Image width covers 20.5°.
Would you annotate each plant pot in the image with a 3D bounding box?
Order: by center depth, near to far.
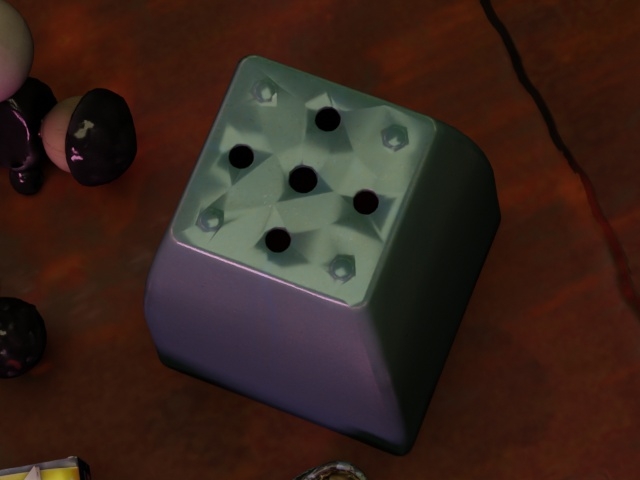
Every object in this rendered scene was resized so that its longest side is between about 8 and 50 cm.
[{"bbox_3d":[0.000,0.000,0.967,0.166,0.234,0.165,21,78,8],"label":"plant pot"}]

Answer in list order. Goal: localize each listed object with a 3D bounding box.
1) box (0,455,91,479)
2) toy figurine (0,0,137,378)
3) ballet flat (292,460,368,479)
[{"bbox_3d":[-0.191,0.246,0.963,0.159,0.044,0.233,-10,75,1],"label":"box"},{"bbox_3d":[-0.217,-0.029,0.999,0.148,0.213,0.209,13,76,21],"label":"toy figurine"},{"bbox_3d":[-0.006,0.205,0.973,0.070,0.070,0.188,4,59,5],"label":"ballet flat"}]
